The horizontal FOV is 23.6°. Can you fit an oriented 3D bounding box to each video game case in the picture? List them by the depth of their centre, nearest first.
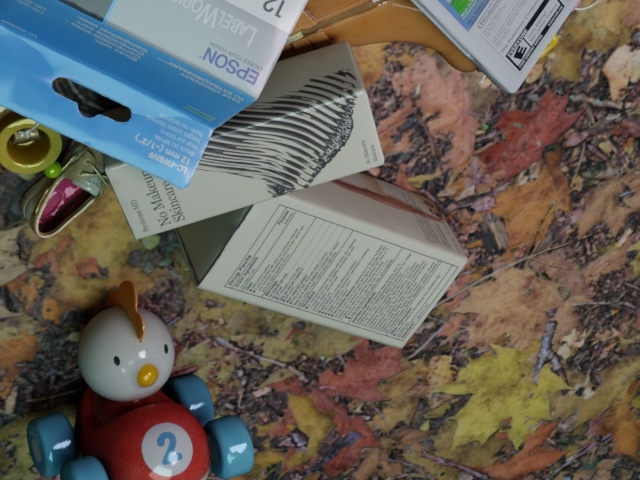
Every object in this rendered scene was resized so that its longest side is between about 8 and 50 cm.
[{"bbox_3d":[0.213,-0.347,1.527,0.329,0.036,0.300,-56,142,0],"label":"video game case"}]

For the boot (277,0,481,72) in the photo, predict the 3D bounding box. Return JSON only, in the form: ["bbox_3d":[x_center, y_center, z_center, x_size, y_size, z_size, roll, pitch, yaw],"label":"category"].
[{"bbox_3d":[0.041,-0.228,1.611,0.220,0.109,0.283,-31,143,13],"label":"boot"}]

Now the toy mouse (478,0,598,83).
[{"bbox_3d":[0.232,-0.267,1.704,0.161,0.031,0.143,-23,132,-5],"label":"toy mouse"}]

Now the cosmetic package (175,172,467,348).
[{"bbox_3d":[0.000,0.000,1.753,0.296,0.129,0.153,20,118,-34],"label":"cosmetic package"}]

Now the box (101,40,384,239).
[{"bbox_3d":[-0.082,-0.103,1.574,0.275,0.094,0.113,-18,134,2],"label":"box"}]

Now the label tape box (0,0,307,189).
[{"bbox_3d":[-0.146,-0.241,1.408,0.249,0.115,0.348,25,93,-19],"label":"label tape box"}]

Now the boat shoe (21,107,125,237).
[{"bbox_3d":[-0.251,-0.067,1.638,0.063,0.059,0.170,31,110,-38],"label":"boat shoe"}]

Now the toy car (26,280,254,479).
[{"bbox_3d":[-0.213,0.166,1.760,0.219,0.210,0.238,-14,119,-26],"label":"toy car"}]

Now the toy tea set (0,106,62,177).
[{"bbox_3d":[-0.381,-0.136,1.485,0.200,0.124,0.336,-29,132,1],"label":"toy tea set"}]
